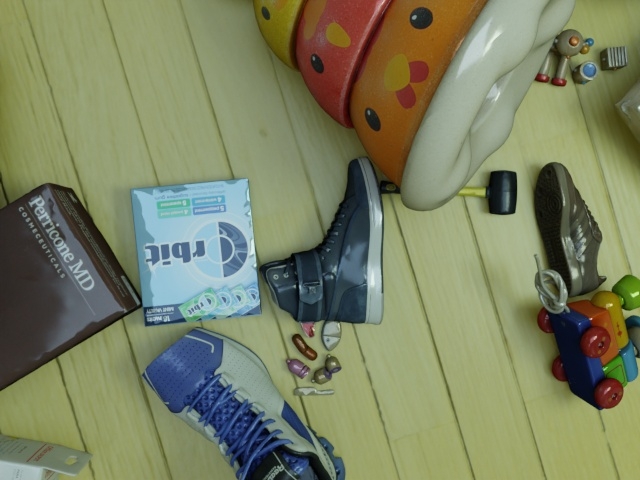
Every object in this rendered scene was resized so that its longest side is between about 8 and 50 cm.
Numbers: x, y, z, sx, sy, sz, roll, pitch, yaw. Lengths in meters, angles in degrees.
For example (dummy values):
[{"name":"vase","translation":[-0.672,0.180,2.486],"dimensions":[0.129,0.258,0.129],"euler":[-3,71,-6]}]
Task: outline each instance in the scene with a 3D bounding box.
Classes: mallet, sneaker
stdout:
[{"name":"mallet","translation":[0.178,-0.078,1.114],"dimensions":[0.190,0.039,0.062],"euler":[10,90,0]},{"name":"sneaker","translation":[0.348,-0.018,1.119],"dimensions":[0.071,0.066,0.188],"euler":[-12,97,-20]},{"name":"sneaker","translation":[-0.081,0.244,1.025],"dimensions":[0.315,0.182,0.127],"euler":[44,86,-4]},{"name":"sneaker","translation":[0.000,0.001,1.076],"dimensions":[0.163,0.086,0.226],"euler":[0,90,-4]}]

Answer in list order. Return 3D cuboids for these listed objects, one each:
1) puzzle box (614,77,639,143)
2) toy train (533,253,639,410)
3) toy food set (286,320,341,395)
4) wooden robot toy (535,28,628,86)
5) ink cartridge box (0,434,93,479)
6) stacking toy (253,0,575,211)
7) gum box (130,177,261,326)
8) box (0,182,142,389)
[{"name":"puzzle box","translation":[0.610,-0.224,1.089],"dimensions":[0.409,0.052,0.272],"euler":[-44,114,-3]},{"name":"toy train","translation":[0.369,0.089,1.066],"dimensions":[0.143,0.105,0.248],"euler":[-30,116,-15]},{"name":"toy food set","translation":[-0.009,0.153,1.109],"dimensions":[0.078,0.019,0.122],"euler":[-1,91,-4]},{"name":"wooden robot toy","translation":[0.338,-0.252,1.098],"dimensions":[0.173,0.079,0.076],"euler":[11,90,-4]},{"name":"ink cartridge box","translation":[-0.404,0.297,1.036],"dimensions":[0.198,0.115,0.067],"euler":[11,89,-4]},{"name":"stacking toy","translation":[0.034,-0.286,1.008],"dimensions":[0.480,0.350,0.350],"euler":[31,89,15]},{"name":"gum box","translation":[-0.165,0.015,1.086],"dimensions":[0.157,0.041,0.184],"euler":[-5,92,-4]},{"name":"box","translation":[-0.441,0.106,1.021],"dimensions":[0.381,0.143,0.191],"euler":[-32,92,-5]}]
